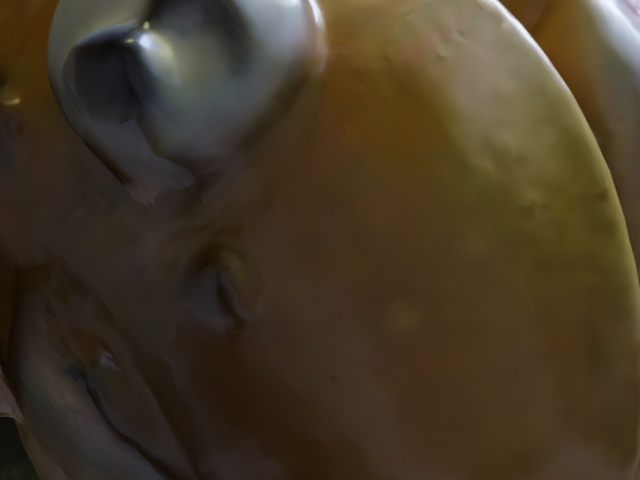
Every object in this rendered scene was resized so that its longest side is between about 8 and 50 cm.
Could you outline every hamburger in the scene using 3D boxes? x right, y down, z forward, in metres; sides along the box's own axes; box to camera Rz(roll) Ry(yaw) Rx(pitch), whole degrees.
[{"bbox_3d":[0.000,0.000,0.593,0.237,0.276,0.276,-28,-59,-41],"label":"hamburger"}]
